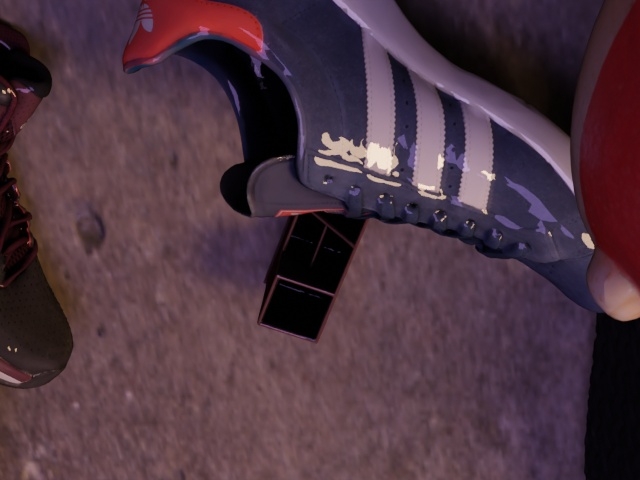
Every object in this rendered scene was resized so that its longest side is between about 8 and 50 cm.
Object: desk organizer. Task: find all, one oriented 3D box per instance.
[{"bbox_3d":[0.000,0.000,1.222,0.047,0.050,0.130,18,125,-5],"label":"desk organizer"}]

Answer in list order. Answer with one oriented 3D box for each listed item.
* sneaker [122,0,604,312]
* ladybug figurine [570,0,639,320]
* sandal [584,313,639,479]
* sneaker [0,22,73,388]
[{"bbox_3d":[0.032,-0.044,1.108,0.350,0.148,0.131,39,164,-10],"label":"sneaker"},{"bbox_3d":[0.313,-0.091,0.878,0.449,0.162,0.305,-41,106,17],"label":"ladybug figurine"},{"bbox_3d":[0.248,0.036,1.169,0.107,0.167,0.445,-10,134,-14],"label":"sandal"},{"bbox_3d":[-0.213,-0.035,1.199,0.162,0.106,0.281,-28,116,21],"label":"sneaker"}]
